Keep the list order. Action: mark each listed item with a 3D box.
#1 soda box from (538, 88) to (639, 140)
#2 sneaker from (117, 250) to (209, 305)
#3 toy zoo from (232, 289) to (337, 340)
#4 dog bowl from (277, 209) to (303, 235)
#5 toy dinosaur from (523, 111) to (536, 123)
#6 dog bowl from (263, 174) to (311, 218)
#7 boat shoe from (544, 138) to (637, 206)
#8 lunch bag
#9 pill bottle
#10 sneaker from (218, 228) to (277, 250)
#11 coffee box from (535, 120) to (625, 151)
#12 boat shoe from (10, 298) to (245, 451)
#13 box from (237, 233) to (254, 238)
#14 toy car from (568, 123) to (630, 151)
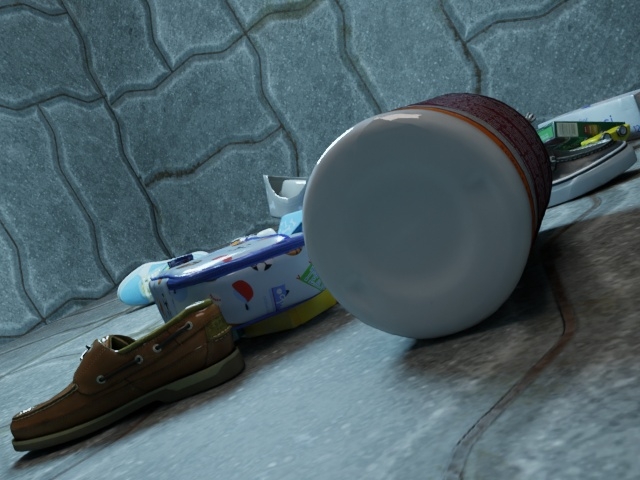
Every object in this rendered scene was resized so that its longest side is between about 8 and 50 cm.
[{"bbox_3d":[0.647,-0.269,1.598,0.091,0.098,0.286,-24,5,-25],"label":"soda box"},{"bbox_3d":[-0.478,0.121,2.058,0.318,0.127,0.208,-22,4,3],"label":"sneaker"},{"bbox_3d":[-0.032,0.092,1.101,0.293,0.030,0.192,-27,8,-40],"label":"toy zoo"},{"bbox_3d":[0.029,-0.017,1.319,0.165,0.074,0.297,8,-13,-36],"label":"dog bowl"},{"bbox_3d":[0.409,-0.189,1.637,0.295,0.127,0.200,-21,9,44],"label":"toy dinosaur"},{"bbox_3d":[0.035,-0.100,1.634,0.348,0.102,0.349,3,4,0],"label":"dog bowl"},{"bbox_3d":[0.343,-0.112,1.150,0.335,0.119,0.121,-20,6,15],"label":"boat shoe"},{"bbox_3d":[-0.126,0.059,1.056,0.243,0.115,0.303,-22,7,-20],"label":"lunch bag"},{"bbox_3d":[0.151,-0.056,0.813,0.224,0.224,0.392,-19,7,26],"label":"pill bottle"},{"bbox_3d":[-0.172,0.071,1.367,0.126,0.128,0.321,-17,9,32],"label":"sneaker"},{"bbox_3d":[0.547,-0.222,1.486,0.184,0.041,0.113,-3,-8,-18],"label":"coffee box"},{"bbox_3d":[-0.253,0.165,0.870,0.307,0.105,0.111,-22,6,-1],"label":"boat shoe"},{"bbox_3d":[-0.151,0.043,1.589,0.029,0.116,0.162,-24,5,-9],"label":"box"},{"bbox_3d":[0.496,-0.157,1.337,0.239,0.053,0.225,-21,6,17],"label":"toy car"}]
